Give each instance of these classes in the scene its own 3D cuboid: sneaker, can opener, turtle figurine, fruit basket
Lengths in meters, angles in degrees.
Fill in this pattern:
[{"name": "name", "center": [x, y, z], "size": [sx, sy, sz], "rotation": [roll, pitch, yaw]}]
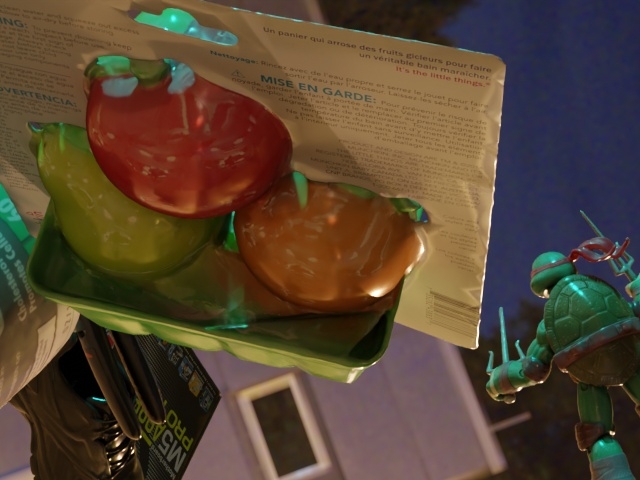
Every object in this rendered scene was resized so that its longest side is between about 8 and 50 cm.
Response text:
[{"name": "sneaker", "center": [-0.238, 0.189, 1.642], "size": [0.130, 0.109, 0.286], "rotation": [-3, -56, 36]}, {"name": "can opener", "center": [-0.168, 0.079, 1.286], "size": [0.073, 0.059, 0.186], "rotation": [31, -43, 55]}, {"name": "turtle figurine", "center": [0.220, 0.092, 1.323], "size": [0.118, 0.175, 0.234], "rotation": [60, 5, -75]}, {"name": "fruit basket", "center": [-0.055, -0.052, 0.956], "size": [0.353, 0.327, 0.165], "rotation": [86, 18, -58]}]

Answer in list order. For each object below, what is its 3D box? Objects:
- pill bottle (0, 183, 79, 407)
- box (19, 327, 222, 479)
[{"name": "pill bottle", "center": [-0.335, 0.087, 1.094], "size": [0.361, 0.204, 0.204], "rotation": [-49, 129, -55]}, {"name": "box", "center": [-0.230, 0.172, 1.832], "size": [0.270, 0.060, 0.216], "rotation": [61, 39, -36]}]
